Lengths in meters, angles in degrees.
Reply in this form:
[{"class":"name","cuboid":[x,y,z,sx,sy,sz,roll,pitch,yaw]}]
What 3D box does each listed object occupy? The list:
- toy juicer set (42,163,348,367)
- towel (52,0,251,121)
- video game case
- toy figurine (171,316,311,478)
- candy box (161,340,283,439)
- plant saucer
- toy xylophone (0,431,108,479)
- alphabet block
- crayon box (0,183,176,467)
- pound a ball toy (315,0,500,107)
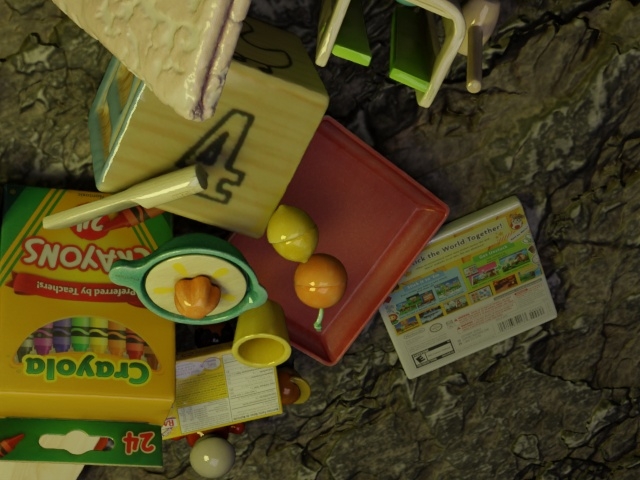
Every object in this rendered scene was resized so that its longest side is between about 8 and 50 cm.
[{"class":"toy juicer set","cuboid":[-0.109,0.027,1.386,0.209,0.089,0.329,-33,131,32]},{"class":"towel","cuboid":[-0.161,-0.324,1.239,0.053,0.332,0.317,-2,123,-40]},{"class":"video game case","cuboid":[0.189,0.066,1.731,0.227,0.026,0.206,-23,123,2]},{"class":"toy figurine","cuboid":[-0.143,0.176,1.642,0.209,0.148,0.213,-40,121,11]},{"class":"candy box","cuboid":[-0.152,0.181,1.546,0.206,0.027,0.105,-11,117,-11]},{"class":"plant saucer","cuboid":[0.000,0.000,1.587,0.258,0.048,0.259,33,95,-39]},{"class":"toy xylophone","cuboid":[-0.405,0.274,1.676,0.236,0.081,0.322,30,109,-27]},{"class":"alphabet block","cuboid":[-0.131,-0.146,1.430,0.197,0.192,0.193,17,117,-23]},{"class":"crayon box","cuboid":[-0.269,0.094,1.465,0.202,0.318,0.081,4,149,-16]},{"class":"pound a ball toy","cuboid":[0.114,-0.253,1.378,0.208,0.319,0.136,21,114,-7]}]
